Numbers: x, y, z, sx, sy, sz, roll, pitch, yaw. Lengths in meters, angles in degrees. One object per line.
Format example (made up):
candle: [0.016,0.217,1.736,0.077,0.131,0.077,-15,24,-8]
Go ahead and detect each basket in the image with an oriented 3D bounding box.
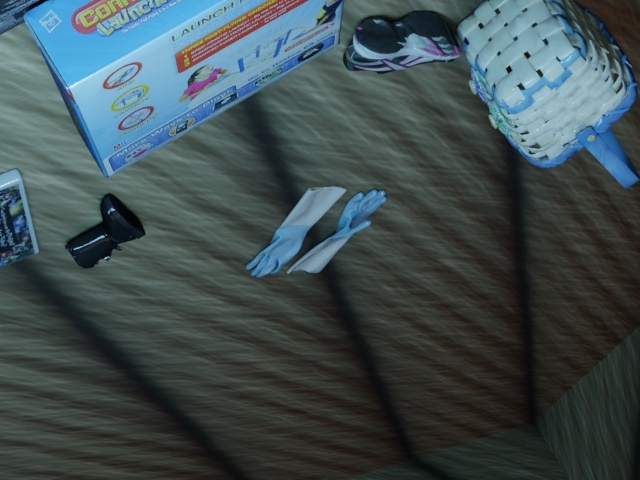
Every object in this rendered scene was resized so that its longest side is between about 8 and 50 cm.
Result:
basket: [0.330,-0.220,1.910,0.201,0.255,0.289,-41,135,20]

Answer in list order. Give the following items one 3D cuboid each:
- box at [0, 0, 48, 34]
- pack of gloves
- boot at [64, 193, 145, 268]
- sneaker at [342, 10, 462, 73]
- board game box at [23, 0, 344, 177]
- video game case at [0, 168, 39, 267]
box: [-0.277,-0.248,1.229,0.307,0.076,0.242,-29,-174,-5]
pack of gloves: [0.000,0.000,2.211,0.195,0.046,0.232,-6,147,-45]
boot: [-0.300,-0.010,1.856,0.099,0.045,0.121,-28,157,4]
sneaker: [0.102,-0.256,1.812,0.178,0.072,0.077,-2,157,-34]
board game box: [-0.124,-0.212,1.390,0.308,0.086,0.302,-31,170,-9]
video game case: [-0.448,-0.005,1.721,0.173,0.022,0.190,-22,154,-16]
